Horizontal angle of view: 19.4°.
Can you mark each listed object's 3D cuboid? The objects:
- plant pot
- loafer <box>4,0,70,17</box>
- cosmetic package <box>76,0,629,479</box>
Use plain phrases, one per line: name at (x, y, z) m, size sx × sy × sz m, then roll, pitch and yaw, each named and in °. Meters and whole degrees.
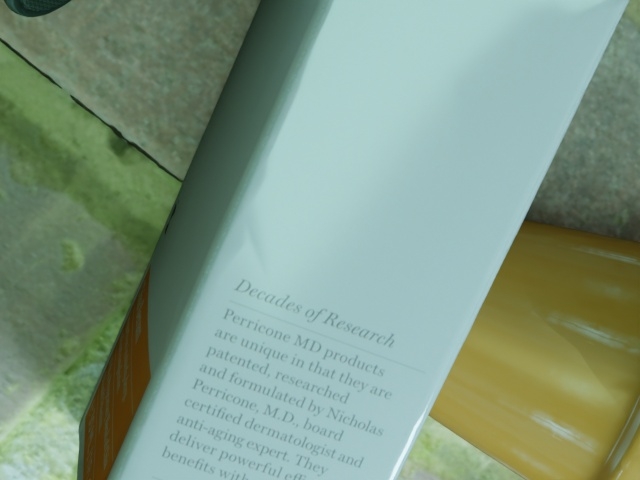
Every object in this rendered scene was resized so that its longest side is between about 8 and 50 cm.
plant pot at (0.156, 0.074, 1.207) m, size 0.188 × 0.205 × 0.205 m, roll 22°, pitch 107°, yaw -4°
loafer at (-0.118, -0.258, 1.122) m, size 0.084 × 0.096 × 0.267 m, roll 43°, pitch 101°, yaw 20°
cosmetic package at (0.000, 0.000, 1.142) m, size 0.162 × 0.230 × 0.453 m, roll 21°, pitch 106°, yaw -12°
